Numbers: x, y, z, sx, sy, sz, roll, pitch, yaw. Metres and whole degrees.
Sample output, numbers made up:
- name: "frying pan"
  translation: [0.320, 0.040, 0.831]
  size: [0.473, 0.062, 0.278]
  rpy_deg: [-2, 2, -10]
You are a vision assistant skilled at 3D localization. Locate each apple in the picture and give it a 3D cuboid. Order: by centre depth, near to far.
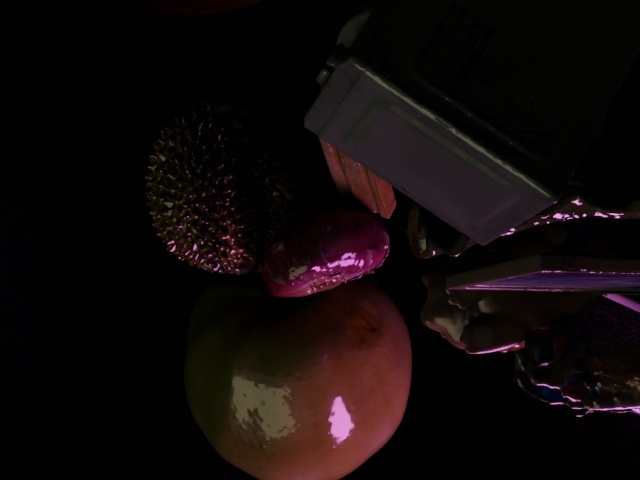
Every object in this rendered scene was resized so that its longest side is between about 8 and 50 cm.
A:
- name: "apple"
  translation: [-0.043, 0.223, 2.078]
  size: [0.474, 0.473, 0.473]
  rpy_deg: [28, 160, 11]

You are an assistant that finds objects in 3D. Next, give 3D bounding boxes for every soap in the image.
- name: "soap"
  translation: [0.054, -0.122, 1.678]
  size: [0.092, 0.037, 0.252]
  rpy_deg: [22, 158, 23]

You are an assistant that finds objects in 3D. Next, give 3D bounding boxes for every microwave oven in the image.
- name: "microwave oven"
  translation: [0.156, -0.180, 0.992]
  size: [0.237, 0.295, 0.181]
  rpy_deg: [34, 160, -5]

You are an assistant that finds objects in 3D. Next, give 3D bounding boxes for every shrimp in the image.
- name: "shrimp"
  translation: [0.484, 0.201, 1.522]
  size: [0.446, 0.110, 0.221]
  rpy_deg: [8, 169, -7]

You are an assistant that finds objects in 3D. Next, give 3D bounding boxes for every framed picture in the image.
- name: "framed picture"
  translation: [0.358, 0.045, 1.358]
  size: [0.335, 0.022, 0.247]
  rpy_deg: [2, 172, -18]

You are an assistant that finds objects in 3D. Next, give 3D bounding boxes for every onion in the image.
- name: "onion"
  translation: [0.000, 0.000, 1.823]
  size: [0.230, 0.163, 0.230]
  rpy_deg: [-11, 169, -2]

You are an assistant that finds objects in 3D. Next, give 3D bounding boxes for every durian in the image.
- name: "durian"
  translation: [-0.177, -0.083, 1.831]
  size: [0.258, 0.258, 0.293]
  rpy_deg: [23, 154, 24]

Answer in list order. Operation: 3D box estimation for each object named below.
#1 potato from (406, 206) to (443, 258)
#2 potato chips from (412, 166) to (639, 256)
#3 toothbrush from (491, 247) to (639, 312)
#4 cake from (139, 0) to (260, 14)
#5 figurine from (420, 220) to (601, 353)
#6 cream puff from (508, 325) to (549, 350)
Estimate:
- name: "potato"
  translation: [0.167, -0.029, 1.632]
  size: [0.096, 0.103, 0.066]
  rpy_deg: [11, 155, 43]
- name: "potato chips"
  translation: [0.296, -0.026, 1.166]
  size: [0.389, 0.097, 0.373]
  rpy_deg: [2, -174, -10]
- name: "toothbrush"
  translation: [0.323, 0.039, 1.650]
  size: [0.418, 0.040, 0.042]
  rpy_deg: [25, 157, 21]
- name: "cake"
  translation: [-0.134, -0.364, 1.223]
  size: [0.208, 0.178, 0.185]
  rpy_deg: [0, 166, -37]
- name: "figurine"
  translation: [0.263, 0.064, 1.584]
  size: [0.177, 0.247, 0.173]
  rpy_deg: [49, -175, -5]
- name: "cream puff"
  translation: [0.296, 0.115, 1.791]
  size: [0.146, 0.116, 0.146]
  rpy_deg: [0, 156, 0]
